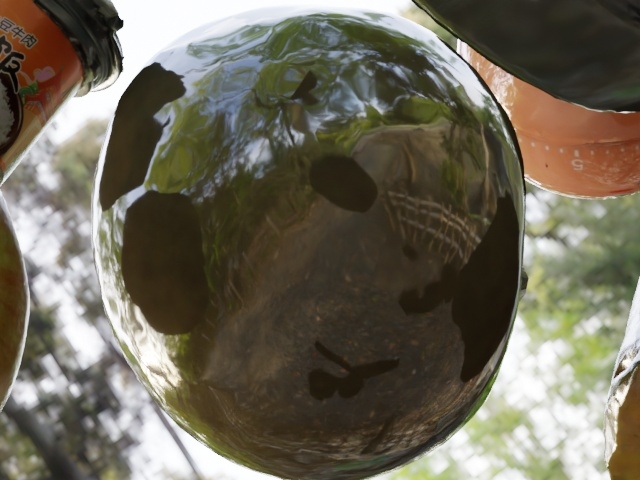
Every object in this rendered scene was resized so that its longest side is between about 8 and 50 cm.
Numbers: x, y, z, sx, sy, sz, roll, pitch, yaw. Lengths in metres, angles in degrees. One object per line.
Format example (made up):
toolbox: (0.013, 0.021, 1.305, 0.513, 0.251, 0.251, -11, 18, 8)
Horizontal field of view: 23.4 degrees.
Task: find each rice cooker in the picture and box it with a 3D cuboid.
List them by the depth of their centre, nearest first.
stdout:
rice cooker: (0.096, -0.136, 0.595, 0.118, 0.203, 0.142, -38, 20, 52)

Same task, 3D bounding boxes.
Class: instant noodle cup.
instant noodle cup: (-0.231, -0.109, 0.972, 0.208, 0.177, 0.125, -9, 46, 58)

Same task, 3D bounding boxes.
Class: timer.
timer: (0.228, -0.152, 1.273, 0.229, 0.229, 0.215, -33, -38, -10)

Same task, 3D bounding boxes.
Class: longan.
longan: (-0.003, 0.003, 0.945, 0.297, 0.297, 0.297, -29, -28, -17)

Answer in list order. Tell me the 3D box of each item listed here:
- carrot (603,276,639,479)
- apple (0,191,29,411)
carrot: (0.312, 0.070, 0.963, 0.241, 0.241, 0.341, -61, -3, 38)
apple: (-0.300, 0.035, 0.826, 0.264, 0.264, 0.264, -29, -28, -17)
